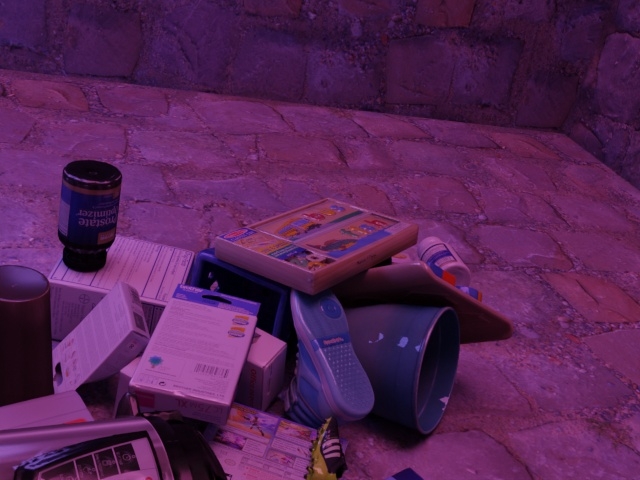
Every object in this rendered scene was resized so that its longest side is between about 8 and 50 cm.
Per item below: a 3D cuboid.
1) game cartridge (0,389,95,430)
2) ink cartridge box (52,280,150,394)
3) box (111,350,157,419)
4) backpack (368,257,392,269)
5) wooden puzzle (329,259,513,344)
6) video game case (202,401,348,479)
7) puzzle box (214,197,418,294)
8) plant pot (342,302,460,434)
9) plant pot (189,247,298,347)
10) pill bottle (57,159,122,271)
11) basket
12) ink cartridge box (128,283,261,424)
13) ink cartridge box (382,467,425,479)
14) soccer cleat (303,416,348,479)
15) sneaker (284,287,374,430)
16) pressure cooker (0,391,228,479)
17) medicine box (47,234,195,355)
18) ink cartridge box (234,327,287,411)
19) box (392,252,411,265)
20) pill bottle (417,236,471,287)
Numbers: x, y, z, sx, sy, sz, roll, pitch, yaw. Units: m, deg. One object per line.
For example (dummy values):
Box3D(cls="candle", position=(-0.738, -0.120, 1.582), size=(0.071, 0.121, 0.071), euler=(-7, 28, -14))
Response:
Box3D(cls="game cartridge", position=(-0.451, 0.387, 1.528), size=(0.196, 0.060, 0.294), euler=(-12, 48, -39))
Box3D(cls="ink cartridge box", position=(-0.446, 0.216, 1.798), size=(0.066, 0.232, 0.189), euler=(35, 12, -33))
Box3D(cls="box", position=(-0.319, 0.287, 1.769), size=(0.091, 0.130, 0.170), euler=(24, 28, 15))
Box3D(cls="backpack", position=(0.025, 0.090, 2.208), size=(0.263, 0.277, 0.213), euler=(-1, 25, -16))
Box3D(cls="wooden puzzle", position=(0.220, 0.136, 2.039), size=(0.322, 0.081, 0.347), euler=(-13, -36, 43))
Box3D(cls="video game case", position=(-0.101, 0.425, 1.681), size=(0.269, 0.061, 0.244), euler=(18, 27, 4))
Box3D(cls="puzzle box", position=(0.000, 0.000, 1.994), size=(0.272, 0.052, 0.408), euler=(18, 25, 32))
Box3D(cls="plant pot", position=(0.139, 0.253, 1.944), size=(0.255, 0.272, 0.271), euler=(10, 23, 25))
Box3D(cls="plant pot", position=(-0.151, 0.142, 2.036), size=(0.235, 0.236, 0.212), euler=(22, 21, 18))
Box3D(cls="pill bottle", position=(-0.494, -0.051, 1.911), size=(0.122, 0.219, 0.123), euler=(10, 26, -5))
Box3D(cls="basket", position=(-0.571, 0.173, 1.648), size=(0.204, 0.227, 0.154), euler=(25, 28, 19))
Box3D(cls="ink cartridge box", position=(-0.232, 0.210, 1.722), size=(0.185, 0.065, 0.311), euler=(12, 36, 1))
Box3D(cls="ink cartridge box", position=(0.133, 0.545, 1.474), size=(0.395, 0.151, 0.270), euler=(-11, 35, -44))
Box3D(cls="soccer cleat", position=(0.017, 0.401, 1.673), size=(0.072, 0.060, 0.179), euler=(29, 29, -6))
Box3D(cls="sneaker", position=(-0.025, 0.253, 1.854), size=(0.127, 0.208, 0.319), euler=(1, 57, -36))
Box3D(cls="pressure cooker", position=(-0.307, 0.425, 1.237), size=(0.420, 0.370, 0.375), euler=(1, 13, -28))
Box3D(cls="medicine box", position=(-0.449, 0.116, 2.021), size=(0.289, 0.149, 0.263), euler=(13, 26, -4))
Box3D(cls="ink cartridge box", position=(-0.183, 0.246, 1.876), size=(0.212, 0.154, 0.093), euler=(26, 45, 22))
Box3D(cls="box", position=(0.096, 0.058, 2.510), size=(0.323, 0.063, 0.067), euler=(8, 26, -13))
Box3D(cls="pill bottle", position=(0.345, 0.069, 2.560), size=(0.111, 0.112, 0.187), euler=(5, 27, -18))
